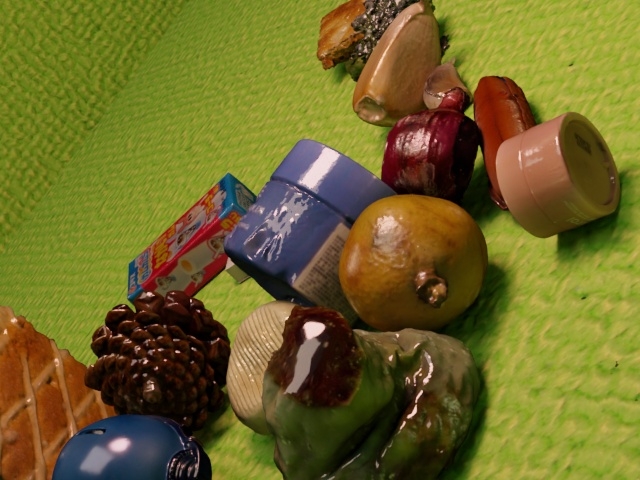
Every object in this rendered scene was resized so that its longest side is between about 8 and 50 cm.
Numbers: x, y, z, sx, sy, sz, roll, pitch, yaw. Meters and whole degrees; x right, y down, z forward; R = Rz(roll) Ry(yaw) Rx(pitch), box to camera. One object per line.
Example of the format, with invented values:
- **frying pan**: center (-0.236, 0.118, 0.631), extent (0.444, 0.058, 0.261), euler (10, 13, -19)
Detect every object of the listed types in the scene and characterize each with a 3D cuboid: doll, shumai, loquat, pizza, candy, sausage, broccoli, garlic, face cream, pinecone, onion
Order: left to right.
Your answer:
- **doll**: center (-0.296, 0.408, 1.756), extent (0.284, 0.240, 0.310), euler (-11, 47, 30)
- **pinecone**: center (-0.266, 0.205, 1.990), extent (0.264, 0.264, 0.264), euler (-36, 28, 22)
- **candy**: center (-0.259, 0.016, 2.404), extent (0.306, 0.100, 0.157), euler (-42, 26, 14)
- **face cream**: center (0.000, 0.000, 1.846), extent (0.225, 0.249, 0.249), euler (-54, 26, -11)
- **shumai**: center (0.015, 0.205, 1.518), extent (0.304, 0.263, 0.309), euler (-15, 40, 45)
- **pizza**: center (0.076, -0.452, 2.565), extent (0.226, 0.086, 0.335), euler (-52, 25, -12)
- **broccoli**: center (0.141, -0.417, 2.365), extent (0.198, 0.177, 0.275), euler (-55, 13, -4)
- **garlic**: center (0.146, -0.318, 2.157), extent (0.244, 0.145, 0.164), euler (-66, -17, -4)
- **loquat**: center (0.134, 0.037, 1.642), extent (0.213, 0.213, 0.246), euler (-45, 19, 5)
- **onion**: center (0.176, -0.150, 1.833), extent (0.195, 0.140, 0.218), euler (83, -161, -71)
- **garlic**: center (0.224, -0.267, 2.111), extent (0.084, 0.066, 0.152), euler (-16, 34, 2)
- **sausage**: center (0.288, -0.160, 1.806), extent (0.102, 0.102, 0.330), euler (-36, 26, 22)
- **face cream**: center (0.322, -0.088, 1.588), extent (0.104, 0.149, 0.149), euler (-24, 34, 38)

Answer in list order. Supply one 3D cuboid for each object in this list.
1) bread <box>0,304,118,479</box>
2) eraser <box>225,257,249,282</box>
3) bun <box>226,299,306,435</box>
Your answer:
- **bread**: center (-0.552, 0.367, 2.044), extent (0.279, 0.371, 0.390), euler (-32, 33, 21)
- **eraser**: center (-0.088, -0.006, 2.228), extent (0.212, 0.046, 0.092), euler (-33, 29, 27)
- **bun**: center (-0.050, 0.196, 1.785), extent (0.222, 0.128, 0.222), euler (-36, 47, 51)
